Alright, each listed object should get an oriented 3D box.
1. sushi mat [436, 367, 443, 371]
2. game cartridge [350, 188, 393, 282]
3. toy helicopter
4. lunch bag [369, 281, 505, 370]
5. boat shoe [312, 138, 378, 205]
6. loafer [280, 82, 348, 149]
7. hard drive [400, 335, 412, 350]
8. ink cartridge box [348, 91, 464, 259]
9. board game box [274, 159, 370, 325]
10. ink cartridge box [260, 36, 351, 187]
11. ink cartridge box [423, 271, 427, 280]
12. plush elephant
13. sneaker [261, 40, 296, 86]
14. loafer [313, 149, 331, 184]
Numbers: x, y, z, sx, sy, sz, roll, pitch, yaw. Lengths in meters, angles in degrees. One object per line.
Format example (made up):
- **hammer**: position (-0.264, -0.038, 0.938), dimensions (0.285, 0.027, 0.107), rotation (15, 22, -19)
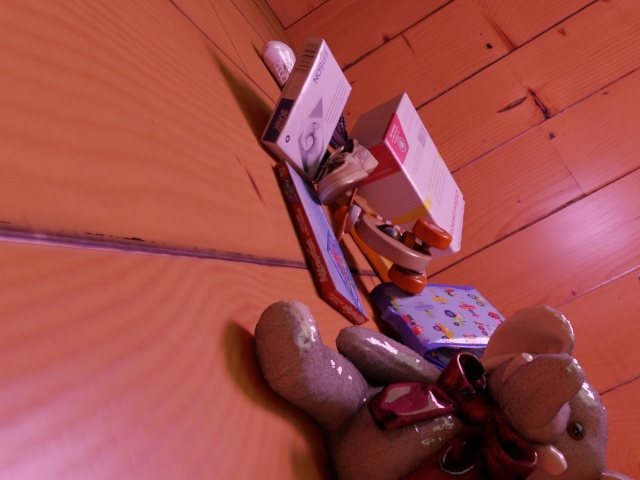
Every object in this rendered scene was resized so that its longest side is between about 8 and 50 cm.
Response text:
- **sushi mat**: position (0.280, 0.305, 0.936), dimensions (0.151, 0.019, 0.316), rotation (32, 13, -10)
- **game cartridge**: position (0.182, -0.034, 1.401), dimensions (0.323, 0.053, 0.285), rotation (53, 36, -23)
- **toy helicopter**: position (0.103, -0.039, 1.083), dimensions (0.235, 0.140, 0.355), rotation (16, 20, -29)
- **lunch bag**: position (0.253, 0.180, 1.032), dimensions (0.293, 0.138, 0.221), rotation (18, 22, -29)
- **boat shoe**: position (0.043, -0.148, 1.016), dimensions (0.089, 0.105, 0.285), rotation (54, 23, -5)
- **loafer**: position (0.018, -0.292, 1.119), dimensions (0.109, 0.095, 0.302), rotation (54, 11, 22)
- **hard drive**: position (0.263, 0.301, 1.179), dimensions (0.233, 0.047, 0.353), rotation (53, 13, -30)
- **ink cartridge box**: position (0.236, -0.162, 1.353), dimensions (0.384, 0.160, 0.279), rotation (53, 38, -24)
- **board game box**: position (0.000, 0.000, 0.833), dimensions (0.145, 0.027, 0.281), rotation (44, 20, -52)
- **ink cartridge box**: position (-0.009, -0.238, 0.969), dimensions (0.045, 0.223, 0.224), rotation (18, -9, 27)
- **ink cartridge box**: position (0.291, 0.146, 1.364), dimensions (0.179, 0.045, 0.145), rotation (32, 46, -61)
- **plush elephant**: position (0.143, 0.177, 0.440), dimensions (0.330, 0.255, 0.271), rotation (46, 18, -50)
- **sneaker**: position (-0.098, -0.503, 1.497), dimensions (0.232, 0.090, 0.115), rotation (46, 22, -49)
- **loafer**: position (-0.025, -0.196, 1.101), dimensions (0.223, 0.076, 0.078), rotation (55, 17, -4)
